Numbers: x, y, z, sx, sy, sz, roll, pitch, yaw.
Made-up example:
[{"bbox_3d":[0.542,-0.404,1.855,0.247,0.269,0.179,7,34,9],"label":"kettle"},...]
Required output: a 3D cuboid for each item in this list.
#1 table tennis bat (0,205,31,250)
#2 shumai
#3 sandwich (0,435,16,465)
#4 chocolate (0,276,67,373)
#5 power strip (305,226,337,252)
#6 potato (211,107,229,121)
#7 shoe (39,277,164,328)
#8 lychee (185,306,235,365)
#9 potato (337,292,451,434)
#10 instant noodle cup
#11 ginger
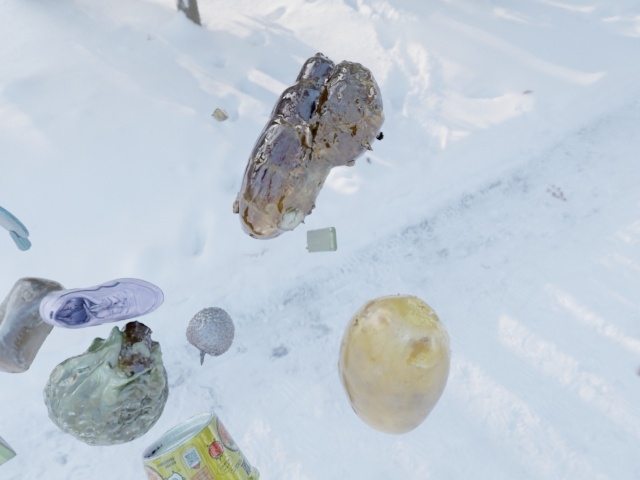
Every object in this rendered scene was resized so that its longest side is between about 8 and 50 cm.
[{"bbox_3d":[-0.832,-0.033,1.127,0.124,0.201,0.033,28,55,4],"label":"table tennis bat"},{"bbox_3d":[-0.435,0.300,0.898,0.255,0.218,0.189,17,27,-35],"label":"shumai"},{"bbox_3d":[-0.922,0.601,1.169,0.074,0.117,0.074,-37,21,-29],"label":"sandwich"},{"bbox_3d":[-0.780,0.201,1.076,0.156,0.080,0.254,9,58,9],"label":"chocolate"},{"bbox_3d":[0.000,0.000,1.313,0.028,0.169,0.076,-5,90,-31],"label":"power strip"},{"bbox_3d":[-0.287,-0.357,1.205,0.036,0.093,0.037,42,98,-11],"label":"potato"},{"bbox_3d":[-0.458,0.138,0.895,0.244,0.095,0.137,-5,5,-32],"label":"shoe"},{"bbox_3d":[-0.377,0.322,1.420,0.165,0.165,0.197,20,64,15],"label":"lychee"},{"bbox_3d":[0.096,0.180,0.604,0.146,0.234,0.150,4,31,-13],"label":"potato"},{"bbox_3d":[-0.389,0.716,1.310,0.325,0.325,0.254,-26,89,-21],"label":"instant noodle cup"},{"bbox_3d":[-0.018,-0.177,0.840,0.254,0.176,0.419,28,88,37],"label":"ginger"}]
